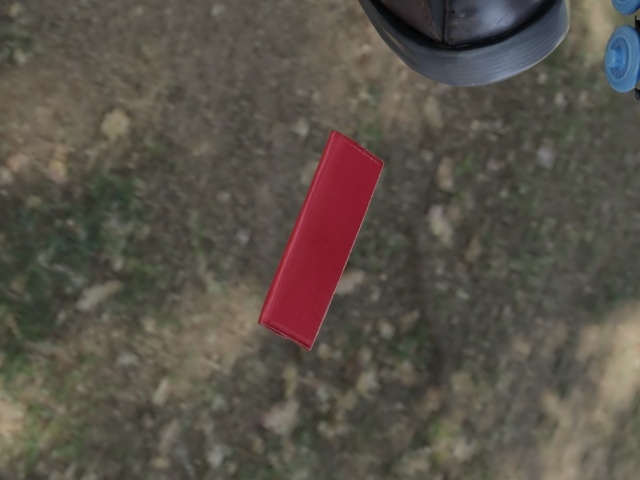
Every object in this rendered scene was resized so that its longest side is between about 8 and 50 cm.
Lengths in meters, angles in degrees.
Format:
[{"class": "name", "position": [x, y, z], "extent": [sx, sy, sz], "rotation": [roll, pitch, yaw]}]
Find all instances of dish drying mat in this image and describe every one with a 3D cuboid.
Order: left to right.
[{"class": "dish drying mat", "position": [0.000, 0.000, 0.710], "extent": [0.032, 0.008, 0.083], "rotation": [33, 74, -43]}]

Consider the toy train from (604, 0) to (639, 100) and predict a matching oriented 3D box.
[{"class": "toy train", "position": [0.226, -0.160, 1.091], "extent": [0.080, 0.105, 0.184], "rotation": [0, 91, -21]}]

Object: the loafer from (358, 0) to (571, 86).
[{"class": "loafer", "position": [0.013, -0.189, 0.819], "extent": [0.109, 0.302, 0.095], "rotation": [-31, 139, -8]}]
